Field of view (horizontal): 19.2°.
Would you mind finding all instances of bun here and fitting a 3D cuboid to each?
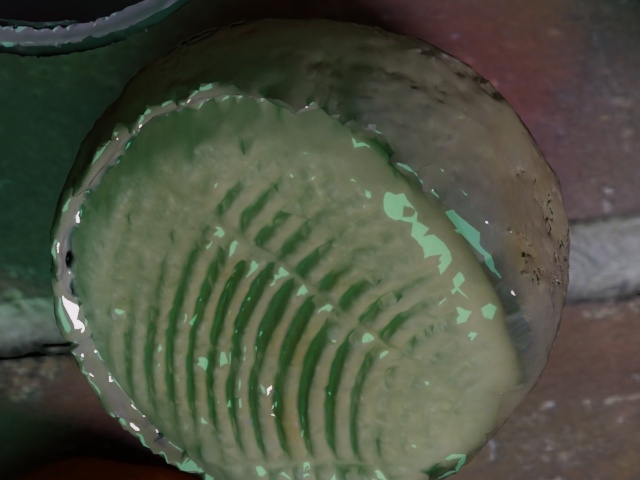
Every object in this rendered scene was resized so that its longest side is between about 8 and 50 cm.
[{"bbox_3d":[0.000,0.000,0.925,0.259,0.152,0.259,11,123,18],"label":"bun"}]

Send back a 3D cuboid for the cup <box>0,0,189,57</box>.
[{"bbox_3d":[-0.084,-0.223,0.706,0.203,0.288,0.203,5,124,7],"label":"cup"}]

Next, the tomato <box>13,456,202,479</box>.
[{"bbox_3d":[-0.125,0.253,1.104,0.259,0.180,0.260,8,121,14],"label":"tomato"}]
